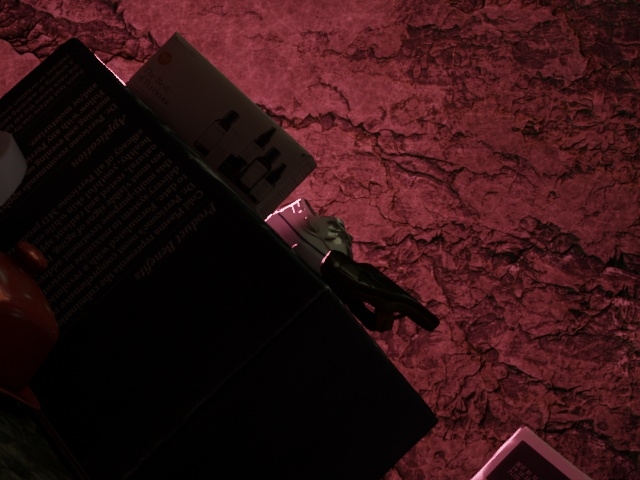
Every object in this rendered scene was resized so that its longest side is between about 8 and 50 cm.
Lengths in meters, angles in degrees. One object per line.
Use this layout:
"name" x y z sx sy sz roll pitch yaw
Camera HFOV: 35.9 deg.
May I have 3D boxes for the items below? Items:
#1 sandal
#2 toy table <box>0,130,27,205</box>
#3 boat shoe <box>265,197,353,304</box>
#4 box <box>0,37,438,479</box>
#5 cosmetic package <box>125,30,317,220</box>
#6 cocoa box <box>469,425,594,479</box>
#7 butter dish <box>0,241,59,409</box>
"sandal" 0.057 0.068 1.068 0.090 0.060 0.219 40 8 28
"toy table" -0.359 -0.092 0.817 0.274 0.252 0.160 17 -43 59
"boat shoe" 0.000 0.000 1.227 0.083 0.076 0.226 50 -6 -38
"box" -0.163 0.095 1.178 0.472 0.297 0.480 45 -4 30
"cosmetic package" -0.123 -0.142 1.218 0.239 0.099 0.060 43 -5 13
"cocoa box" 0.325 0.444 1.213 0.228 0.231 0.347 49 -6 -31
"butter dish" -0.293 0.050 0.877 0.160 0.118 0.160 43 -6 30
